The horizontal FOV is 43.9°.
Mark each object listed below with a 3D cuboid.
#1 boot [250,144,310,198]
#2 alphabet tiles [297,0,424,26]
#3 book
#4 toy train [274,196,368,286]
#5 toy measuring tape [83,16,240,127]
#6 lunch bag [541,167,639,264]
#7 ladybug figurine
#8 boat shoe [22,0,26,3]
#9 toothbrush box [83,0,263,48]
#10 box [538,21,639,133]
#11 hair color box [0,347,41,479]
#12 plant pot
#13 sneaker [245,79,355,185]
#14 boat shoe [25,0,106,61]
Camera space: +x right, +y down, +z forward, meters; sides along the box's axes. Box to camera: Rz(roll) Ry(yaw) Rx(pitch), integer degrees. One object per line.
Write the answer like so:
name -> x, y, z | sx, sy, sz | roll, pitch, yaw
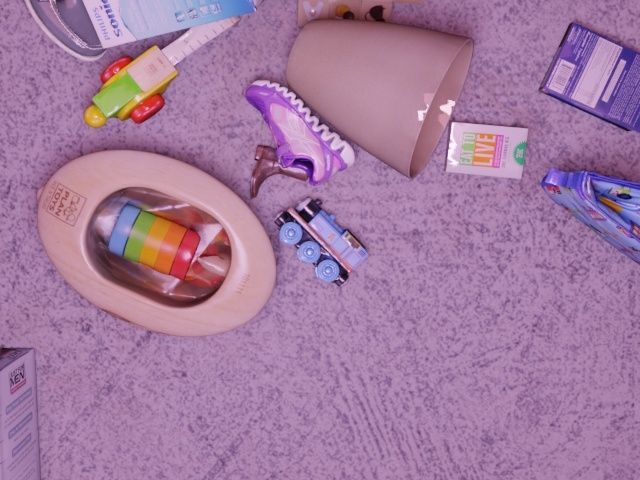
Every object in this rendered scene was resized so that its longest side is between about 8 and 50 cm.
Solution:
boot -> -0.071, -0.121, 1.491 | 0.114, 0.037, 0.106 | 11, 95, -6
alphabet tiles -> 0.054, -0.523, 1.359 | 0.285, 0.011, 0.342 | 2, 130, -4
book -> 0.310, -0.170, 1.491 | 0.144, 0.035, 0.096 | 4, 101, -2
toy train -> 0.000, 0.000, 1.487 | 0.105, 0.080, 0.184 | -45, 93, -5
toy measuring tape -> -0.289, -0.309, 1.440 | 0.330, 0.121, 0.121 | -39, 96, -8
lunch bag -> 0.529, -0.050, 1.409 | 0.293, 0.221, 0.138 | 24, 96, -3
ladybug figurine -> -0.292, -0.001, 1.439 | 0.449, 0.162, 0.305 | 27, 96, -4
boat shoe -> -0.555, -0.495, 1.431 | 0.070, 0.078, 0.219 | -21, 106, 35
toothbrush box -> -0.260, -0.471, 1.332 | 0.296, 0.126, 0.216 | -10, 120, 17
box -> 0.536, -0.294, 1.472 | 0.225, 0.036, 0.136 | 24, 96, -2
hair color box -> -0.608, 0.403, 1.473 | 0.114, 0.185, 0.374 | 0, 97, 0
plant pot -> 0.087, -0.277, 1.386 | 0.274, 0.256, 0.256 | 25, 96, 13
sneaker -> -0.053, -0.189, 1.437 | 0.236, 0.095, 0.104 | 41, 78, 0
boat shoe -> -0.461, -0.470, 1.386 | 0.116, 0.099, 0.319 | -36, 105, -41
